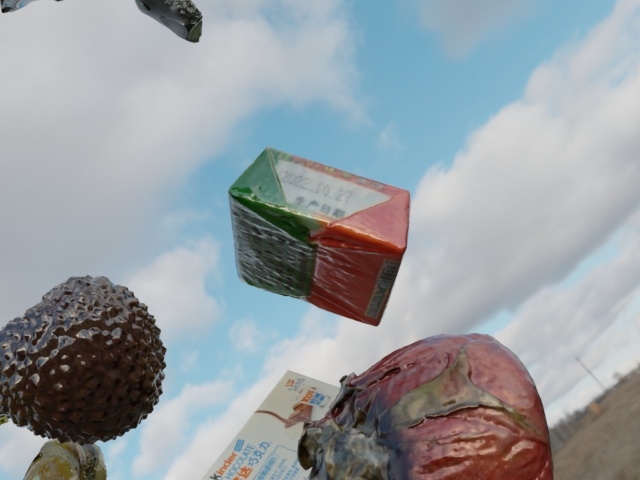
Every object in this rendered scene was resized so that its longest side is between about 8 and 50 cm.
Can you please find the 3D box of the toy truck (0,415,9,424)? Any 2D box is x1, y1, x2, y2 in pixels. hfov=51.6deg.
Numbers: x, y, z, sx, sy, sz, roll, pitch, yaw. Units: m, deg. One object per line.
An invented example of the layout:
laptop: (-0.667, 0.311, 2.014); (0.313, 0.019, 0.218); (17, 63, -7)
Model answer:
toy truck: (-0.714, 0.268, 1.229); (0.124, 0.272, 0.157); (5, -89, -73)

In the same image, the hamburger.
hamburger: (-0.502, 0.486, 1.303); (0.177, 0.185, 0.113); (-36, -38, -4)

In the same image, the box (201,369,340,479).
box: (-0.004, 0.339, 1.044); (0.273, 0.264, 0.048); (-46, -37, -48)

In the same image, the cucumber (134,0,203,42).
cucumber: (-0.353, -0.529, 1.505); (0.086, 0.193, 0.115); (-48, -6, -35)

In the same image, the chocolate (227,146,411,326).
chocolate: (0.000, 0.000, 1.346); (0.360, 0.341, 0.162); (97, -167, -60)

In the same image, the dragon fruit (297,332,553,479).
dragon fruit: (0.062, 0.173, 0.526); (0.148, 0.224, 0.218); (12, -36, -18)

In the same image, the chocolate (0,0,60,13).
chocolate: (-0.315, -0.531, 0.982); (0.331, 0.384, 0.384); (-4, -40, -25)

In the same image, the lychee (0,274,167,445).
lychee: (-0.360, 0.191, 1.017); (0.267, 0.267, 0.268); (-32, -26, -18)
